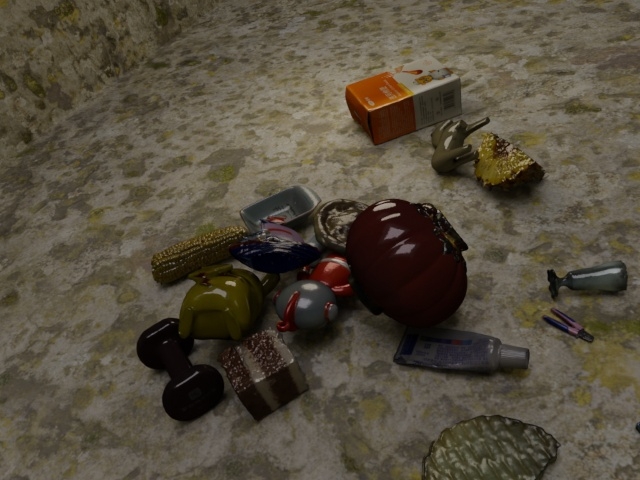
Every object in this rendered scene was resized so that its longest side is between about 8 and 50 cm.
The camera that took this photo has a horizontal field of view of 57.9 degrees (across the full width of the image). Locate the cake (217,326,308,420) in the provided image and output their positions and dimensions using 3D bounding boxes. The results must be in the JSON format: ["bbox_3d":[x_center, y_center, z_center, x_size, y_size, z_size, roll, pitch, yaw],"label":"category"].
[{"bbox_3d":[-0.120,0.282,1.249,0.147,0.135,0.135,-31,44,-8],"label":"cake"}]

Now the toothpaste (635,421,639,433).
[{"bbox_3d":[0.613,0.328,1.045,0.083,0.017,0.020,-19,40,-3],"label":"toothpaste"}]

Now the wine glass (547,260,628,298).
[{"bbox_3d":[0.593,0.086,1.290,0.155,0.072,0.072,-8,41,9],"label":"wine glass"}]

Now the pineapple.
[{"bbox_3d":[0.529,-0.187,1.616,0.140,0.164,0.250,-55,35,15],"label":"pineapple"}]

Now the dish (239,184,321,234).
[{"bbox_3d":[-0.108,-0.076,1.705,0.234,0.064,0.154,-26,41,-11],"label":"dish"}]

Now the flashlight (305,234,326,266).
[{"bbox_3d":[0.000,0.000,1.597,0.093,0.048,0.200,24,55,37],"label":"flashlight"}]

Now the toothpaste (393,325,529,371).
[{"bbox_3d":[0.298,0.235,1.230,0.282,0.069,0.099,1,12,32],"label":"toothpaste"}]

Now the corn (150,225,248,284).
[{"bbox_3d":[-0.340,0.032,1.632,0.291,0.101,0.101,-23,40,-4],"label":"corn"}]

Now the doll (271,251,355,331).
[{"bbox_3d":[-0.002,0.127,1.381,0.199,0.106,0.336,11,29,27],"label":"doll"}]

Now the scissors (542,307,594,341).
[{"bbox_3d":[0.533,0.183,1.240,0.039,0.012,0.113,-33,43,-19],"label":"scissors"}]

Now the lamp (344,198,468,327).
[{"bbox_3d":[0.192,0.049,1.286,0.257,0.303,0.303,-38,38,13],"label":"lamp"}]

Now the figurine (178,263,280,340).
[{"bbox_3d":[-0.230,0.138,1.380,0.218,0.169,0.327,4,3,6],"label":"figurine"}]

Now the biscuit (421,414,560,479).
[{"bbox_3d":[0.284,0.411,1.043,0.273,0.036,0.187,-34,43,-20],"label":"biscuit"}]

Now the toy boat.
[{"bbox_3d":[-0.097,0.009,1.487,0.219,0.072,0.318,12,20,12],"label":"toy boat"}]

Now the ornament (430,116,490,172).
[{"bbox_3d":[0.401,-0.305,1.762,0.244,0.061,0.230,-19,40,55],"label":"ornament"}]

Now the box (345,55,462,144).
[{"bbox_3d":[0.281,-0.483,1.984,0.341,0.144,0.225,-20,40,-6],"label":"box"}]

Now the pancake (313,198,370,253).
[{"bbox_3d":[0.083,-0.041,1.569,0.222,0.042,0.236,28,42,18],"label":"pancake"}]

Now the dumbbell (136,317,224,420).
[{"bbox_3d":[-0.321,0.288,1.313,0.140,0.124,0.225,-32,43,-17],"label":"dumbbell"}]
